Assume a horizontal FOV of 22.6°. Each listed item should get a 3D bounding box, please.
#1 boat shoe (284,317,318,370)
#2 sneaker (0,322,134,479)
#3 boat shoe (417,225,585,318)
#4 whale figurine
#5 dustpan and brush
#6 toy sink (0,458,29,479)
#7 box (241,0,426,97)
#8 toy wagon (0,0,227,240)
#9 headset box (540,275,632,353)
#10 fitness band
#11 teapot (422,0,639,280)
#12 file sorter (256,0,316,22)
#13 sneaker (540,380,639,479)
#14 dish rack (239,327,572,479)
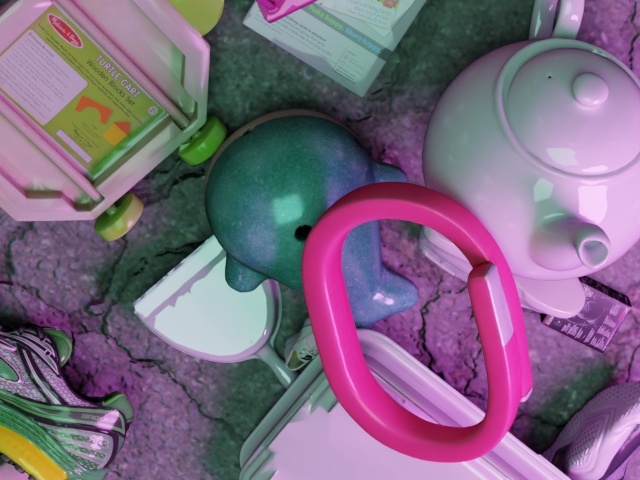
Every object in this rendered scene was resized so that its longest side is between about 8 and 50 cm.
[{"bbox_3d":[-0.012,0.109,1.662,0.035,0.035,0.100,20,149,-20],"label":"boat shoe"},{"bbox_3d":[-0.353,0.131,1.720,0.343,0.134,0.146,37,83,-6],"label":"sneaker"},{"bbox_3d":[0.183,0.032,1.657,0.184,0.066,0.063,25,147,-1],"label":"boat shoe"},{"bbox_3d":[0.000,0.000,1.617,0.216,0.141,0.272,-31,116,6],"label":"whale figurine"},{"bbox_3d":[-0.080,0.099,1.715,0.147,0.060,0.211,-40,96,3],"label":"dustpan and brush"},{"bbox_3d":[-0.436,0.343,1.769,0.131,0.234,0.152,4,115,34],"label":"toy sink"},{"bbox_3d":[0.032,-0.257,1.581,0.145,0.038,0.186,32,108,-8],"label":"box"},{"bbox_3d":[-0.212,-0.169,1.585,0.344,0.068,0.267,-41,117,6],"label":"toy wagon"},{"bbox_3d":[0.275,0.072,1.686,0.083,0.032,0.062,26,109,-5],"label":"headset box"},{"bbox_3d":[0.089,0.080,1.515,0.209,0.054,0.290,4,120,31],"label":"fitness band"},{"bbox_3d":[0.223,-0.102,1.500,0.256,0.252,0.187,45,152,14],"label":"teapot"},{"bbox_3d":[0.028,-0.355,1.431,0.291,0.182,0.202,-25,89,7],"label":"file sorter"},{"bbox_3d":[0.311,0.276,1.726,0.153,0.101,0.268,34,115,-9],"label":"sneaker"},{"bbox_3d":[0.082,0.278,1.698,0.333,0.072,0.285,39,125,1],"label":"dish rack"}]
